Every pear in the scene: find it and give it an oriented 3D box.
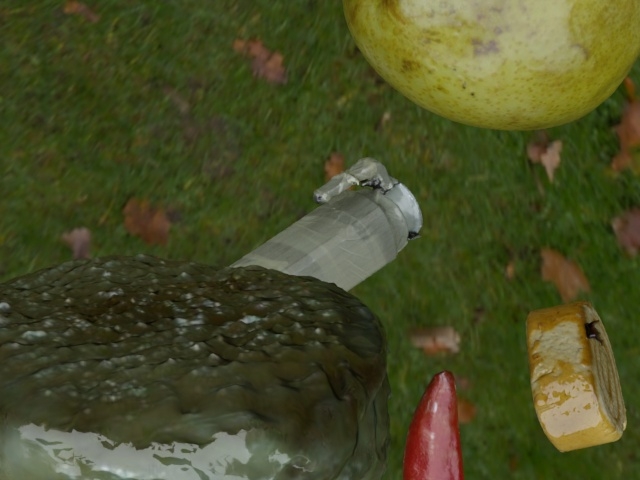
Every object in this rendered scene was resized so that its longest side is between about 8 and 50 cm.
[{"bbox_3d":[0.168,-0.243,1.481,0.304,0.304,0.304,1,110,4],"label":"pear"}]

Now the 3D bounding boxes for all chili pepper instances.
[{"bbox_3d":[0.121,0.255,1.596,0.071,0.063,0.272,6,109,24],"label":"chili pepper"}]

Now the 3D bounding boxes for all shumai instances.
[{"bbox_3d":[-0.111,0.191,1.128,0.324,0.397,0.323,-5,105,-15],"label":"shumai"}]

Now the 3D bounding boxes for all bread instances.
[{"bbox_3d":[0.242,0.127,1.415,0.073,0.149,0.122,-17,136,18],"label":"bread"}]

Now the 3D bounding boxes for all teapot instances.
[{"bbox_3d":[0.000,0.000,1.456,0.200,0.077,0.107,-34,125,-23],"label":"teapot"}]
